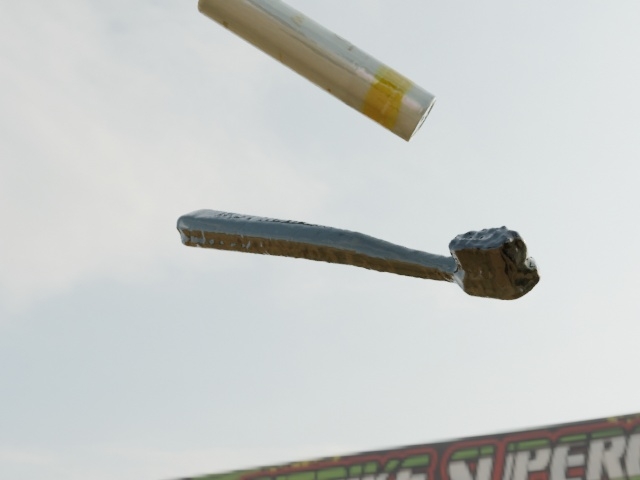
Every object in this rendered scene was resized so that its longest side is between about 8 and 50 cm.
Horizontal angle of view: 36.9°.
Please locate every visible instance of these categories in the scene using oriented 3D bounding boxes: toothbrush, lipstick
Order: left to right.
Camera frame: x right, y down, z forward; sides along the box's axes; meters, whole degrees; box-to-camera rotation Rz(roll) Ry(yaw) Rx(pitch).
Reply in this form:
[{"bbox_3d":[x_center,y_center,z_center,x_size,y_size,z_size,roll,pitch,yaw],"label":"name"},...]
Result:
[{"bbox_3d":[-0.006,-0.193,0.988,0.264,0.059,0.059,32,-30,6],"label":"lipstick"},{"bbox_3d":[0.000,0.000,0.552,0.297,0.030,0.030,7,-49,50],"label":"toothbrush"}]
